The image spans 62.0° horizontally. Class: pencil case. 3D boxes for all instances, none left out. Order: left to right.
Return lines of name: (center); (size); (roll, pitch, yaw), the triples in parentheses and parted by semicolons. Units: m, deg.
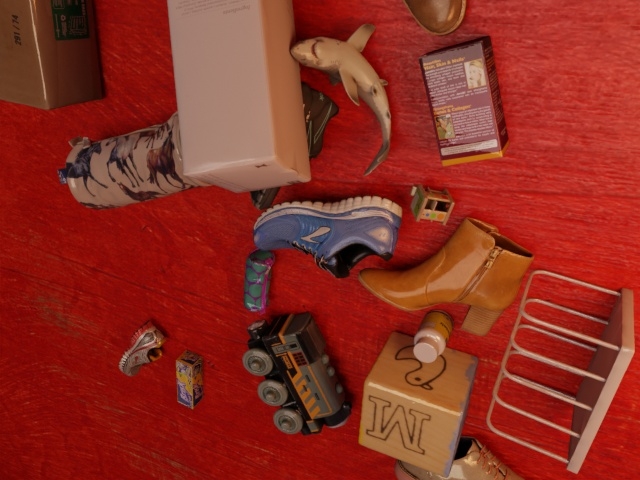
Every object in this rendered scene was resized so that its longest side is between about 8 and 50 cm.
pencil case: (-0.403, -0.180, 1.204); (0.411, 0.159, 0.183); (-8, 125, 31)
pencil case: (-0.147, 0.096, 1.268); (0.070, 0.065, 0.151); (37, 130, 38)

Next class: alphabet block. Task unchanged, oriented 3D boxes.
alphabet block: (0.208, 0.341, 1.132); (0.197, 0.192, 0.193); (14, 118, 20)

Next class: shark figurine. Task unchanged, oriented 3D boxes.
shark figurine: (0.062, -0.269, 0.974); (0.116, 0.166, 0.278); (2, 137, 55)

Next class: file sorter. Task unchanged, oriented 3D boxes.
file sorter: (0.422, 0.222, 0.958); (0.173, 0.193, 0.277); (17, 121, 22)

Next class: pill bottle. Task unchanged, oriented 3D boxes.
pill bottle: (0.229, 0.197, 1.090); (0.065, 0.116, 0.065); (12, 120, 22)

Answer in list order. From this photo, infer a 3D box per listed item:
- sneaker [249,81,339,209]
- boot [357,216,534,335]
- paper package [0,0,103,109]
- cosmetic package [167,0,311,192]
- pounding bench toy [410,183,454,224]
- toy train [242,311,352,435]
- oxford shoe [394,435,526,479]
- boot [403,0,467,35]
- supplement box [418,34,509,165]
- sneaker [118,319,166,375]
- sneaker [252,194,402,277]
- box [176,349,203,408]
sneaker: (-0.054, -0.169, 1.039); (0.267, 0.106, 0.101); (-61, 37, 24)
boot: (0.236, 0.045, 1.031); (0.295, 0.104, 0.211); (21, 117, 11)
paper package: (-0.668, -0.479, 1.187); (0.310, 0.168, 0.324); (15, 120, 19)
cosmetic package: (-0.128, -0.284, 0.868); (0.156, 0.217, 0.384); (-6, 84, 13)
pounding bench toy: (0.210, -0.075, 1.006); (0.065, 0.083, 0.052); (8, 125, -12)
toy train: (-0.053, 0.330, 1.301); (0.190, 0.142, 0.333); (-18, 105, 23)
oxford shoe: (0.361, 0.532, 1.182); (0.397, 0.140, 0.146); (13, 113, 19)
boot: (0.135, -0.458, 0.810); (0.112, 0.115, 0.305); (-15, 108, 31)
supplement box: (0.242, -0.230, 0.888); (0.104, 0.081, 0.188); (-6, 112, 30)
sneaker: (-0.526, 0.339, 1.577); (0.093, 0.088, 0.225); (38, 126, 4)
sneaker: (0.000, 0.000, 1.072); (0.330, 0.130, 0.147); (-5, 73, 30)
box: (-0.381, 0.408, 1.556); (0.059, 0.054, 0.168); (18, 122, 19)
